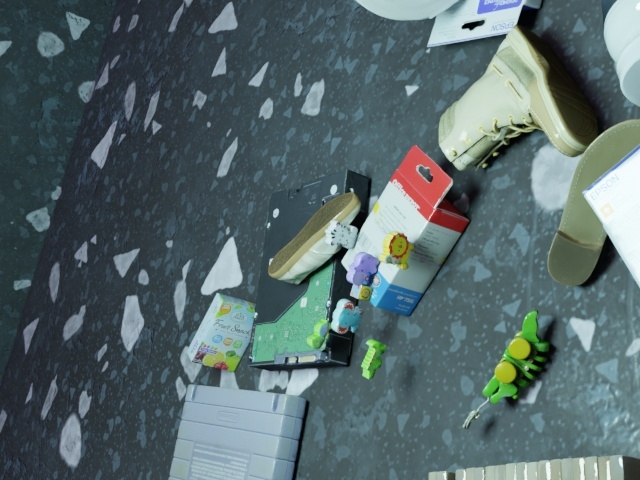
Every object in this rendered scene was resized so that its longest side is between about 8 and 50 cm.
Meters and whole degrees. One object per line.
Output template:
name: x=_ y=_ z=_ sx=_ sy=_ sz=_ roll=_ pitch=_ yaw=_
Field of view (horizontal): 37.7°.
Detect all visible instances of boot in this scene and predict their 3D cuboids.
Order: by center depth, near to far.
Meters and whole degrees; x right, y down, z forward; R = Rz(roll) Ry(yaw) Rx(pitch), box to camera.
boot: x=0.270 y=-0.162 z=1.337 sx=0.203 sy=0.095 sz=0.262 roll=-48 pitch=39 yaw=30

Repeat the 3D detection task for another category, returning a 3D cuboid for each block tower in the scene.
block tower: x=0.263 y=0.317 z=1.124 sx=0.335 sy=0.097 sz=0.091 roll=-22 pitch=58 yaw=47

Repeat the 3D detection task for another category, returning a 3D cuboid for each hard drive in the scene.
hard drive: x=-0.022 y=0.059 z=1.675 sx=0.237 sy=0.064 sz=0.339 roll=-15 pitch=62 yaw=51

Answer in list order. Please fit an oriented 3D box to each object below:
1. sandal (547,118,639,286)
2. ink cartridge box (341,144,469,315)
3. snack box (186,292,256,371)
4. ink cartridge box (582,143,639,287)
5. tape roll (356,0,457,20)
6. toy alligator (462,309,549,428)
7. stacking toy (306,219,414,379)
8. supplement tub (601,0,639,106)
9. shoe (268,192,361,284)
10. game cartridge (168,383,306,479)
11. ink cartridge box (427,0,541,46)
sandal: x=0.358 y=-0.057 z=1.189 sx=0.088 sy=0.079 sz=0.240 roll=27 pitch=120 yaw=14
ink cartridge box: x=0.141 y=-0.016 z=1.467 sx=0.231 sy=0.078 sz=0.134 roll=-59 pitch=36 yaw=18
snack box: x=-0.183 y=0.179 z=1.812 sx=0.141 sy=0.100 sz=0.037 roll=-61 pitch=35 yaw=14
ink cartridge box: x=0.437 y=-0.032 z=1.055 sx=0.223 sy=0.045 sz=0.224 roll=-44 pitch=54 yaw=34
tape roll: x=0.132 y=-0.488 z=1.445 sx=0.286 sy=0.286 sz=0.100 roll=-60 pitch=34 yaw=16
toy alligator: x=0.255 y=0.182 z=1.241 sx=0.051 sy=0.056 sz=0.190 roll=30 pitch=103 yaw=14
stacking toy: x=0.050 y=0.082 z=1.436 sx=0.167 sy=0.052 sz=0.221 roll=18 pitch=94 yaw=56
supplement tub: x=0.427 y=-0.309 z=1.102 sx=0.191 sy=0.191 sz=0.272 roll=-25 pitch=55 yaw=47
shoe: x=0.000 y=0.000 z=1.576 sx=0.219 sy=0.058 sz=0.077 roll=-42 pitch=24 yaw=30
game cartridge: x=-0.161 y=0.388 z=1.722 sx=0.355 sy=0.068 sz=0.230 roll=-6 pitch=74 yaw=53
ink cartridge box: x=0.273 y=-0.408 z=1.495 sx=0.206 sy=0.045 sz=0.208 roll=7 pitch=79 yaw=56
